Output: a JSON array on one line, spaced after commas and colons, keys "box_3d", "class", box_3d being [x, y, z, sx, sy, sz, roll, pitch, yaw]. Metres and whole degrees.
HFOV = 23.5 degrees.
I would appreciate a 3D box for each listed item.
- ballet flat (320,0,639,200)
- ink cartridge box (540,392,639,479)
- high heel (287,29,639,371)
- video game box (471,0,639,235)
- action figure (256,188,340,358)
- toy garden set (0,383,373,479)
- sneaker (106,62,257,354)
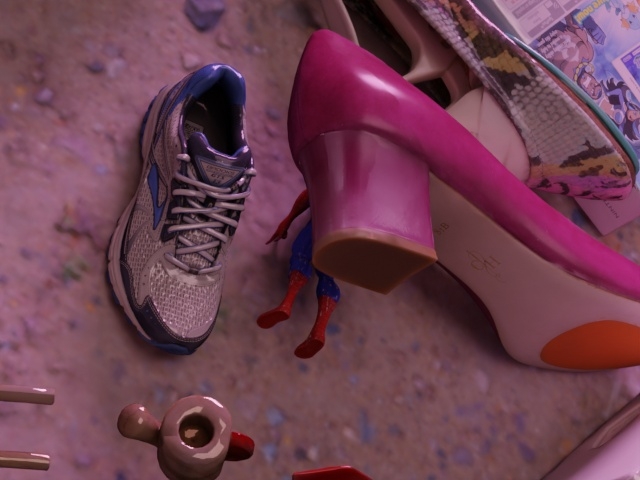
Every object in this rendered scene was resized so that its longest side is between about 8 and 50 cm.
[{"box_3d": [0.059, -0.088, 0.763, 0.079, 0.077, 0.221, -40, 86, -20], "class": "ballet flat"}, {"box_3d": [0.222, 0.176, 0.711, 0.172, 0.100, 0.237, -31, 86, -38], "class": "ink cartridge box"}, {"box_3d": [0.085, -0.013, 0.728, 0.244, 0.082, 0.117, 17, 55, -31], "class": "high heel"}, {"box_3d": [0.165, -0.130, 0.857, 0.205, 0.048, 0.187, -38, 88, -38], "class": "video game box"}, {"box_3d": [0.000, 0.000, 0.705, 0.038, 0.030, 0.115, 37, 49, -18], "class": "action figure"}, {"box_3d": [-0.083, 0.130, 0.526, 0.244, 0.049, 0.204, 4, 63, -8], "class": "toy garden set"}, {"box_3d": [-0.056, -0.018, 0.660, 0.052, 0.058, 0.135, 14, 62, -26], "class": "sneaker"}]
